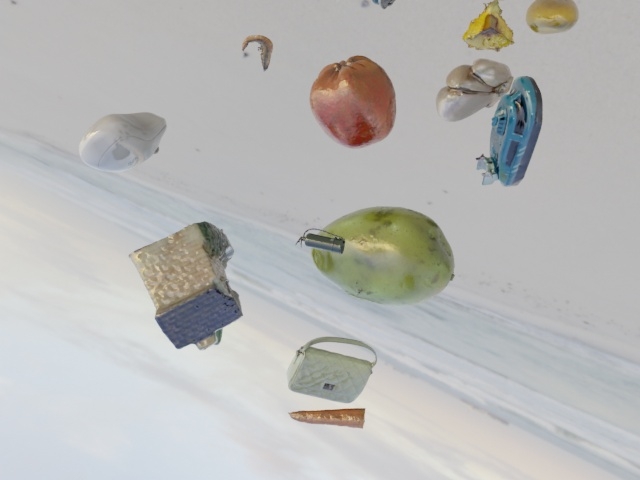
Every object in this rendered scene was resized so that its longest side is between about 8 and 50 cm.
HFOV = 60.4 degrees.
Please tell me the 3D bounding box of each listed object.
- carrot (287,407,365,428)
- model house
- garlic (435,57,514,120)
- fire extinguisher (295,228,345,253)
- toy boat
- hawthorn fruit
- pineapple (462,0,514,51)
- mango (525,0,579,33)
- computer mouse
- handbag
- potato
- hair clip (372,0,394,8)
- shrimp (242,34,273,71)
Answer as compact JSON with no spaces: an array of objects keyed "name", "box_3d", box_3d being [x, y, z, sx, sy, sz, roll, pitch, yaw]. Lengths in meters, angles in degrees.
[{"name":"carrot","box_3d":[0.016,0.502,1.559,0.224,0.057,0.057,-1,166,8]},{"name":"model house","box_3d":[-0.315,0.140,1.417,0.298,0.243,0.284,78,169,-77]},{"name":"garlic","box_3d":[0.533,-0.539,1.969,0.325,0.279,0.132,-9,-121,-37]},{"name":"fire extinguisher","box_3d":[0.000,0.000,0.944,0.083,0.038,0.025,11,170,14]},{"name":"toy boat","box_3d":[0.437,-0.249,1.305,0.092,0.134,0.298,-10,145,0]},{"name":"hawthorn fruit","box_3d":[0.072,-0.276,1.106,0.189,0.189,0.189,26,172,4]},{"name":"pineapple","box_3d":[0.376,-0.487,1.226,0.114,0.114,0.077,6,176,24]},{"name":"mango","box_3d":[0.635,-0.610,1.492,0.137,0.098,0.195,0,-156,2]},{"name":"computer mouse","box_3d":[-0.525,-0.266,1.524,0.121,0.184,0.297,46,-164,6]},{"name":"handbag","box_3d":[0.039,0.377,1.637,0.256,0.219,0.079,17,-152,-19]},{"name":"potato","box_3d":[0.124,0.029,1.127,0.304,0.215,0.216,13,164,48]},{"name":"hair clip","box_3d":[0.170,-0.701,1.339,0.206,0.195,0.310,56,170,6]},{"name":"shrimp","box_3d":[-0.181,-0.543,1.600,0.091,0.025,0.127,1,145,1]}]
